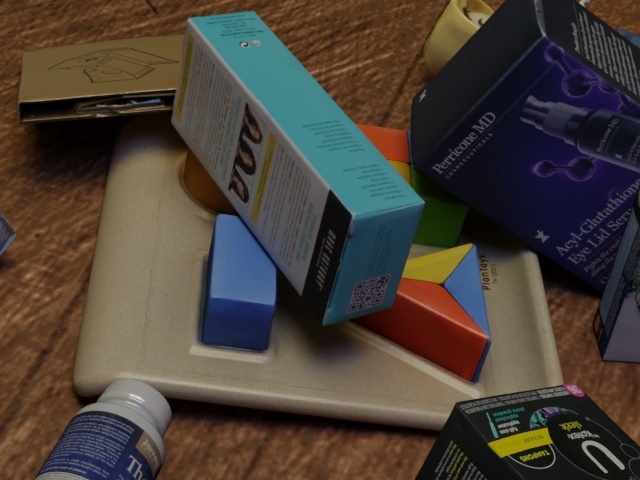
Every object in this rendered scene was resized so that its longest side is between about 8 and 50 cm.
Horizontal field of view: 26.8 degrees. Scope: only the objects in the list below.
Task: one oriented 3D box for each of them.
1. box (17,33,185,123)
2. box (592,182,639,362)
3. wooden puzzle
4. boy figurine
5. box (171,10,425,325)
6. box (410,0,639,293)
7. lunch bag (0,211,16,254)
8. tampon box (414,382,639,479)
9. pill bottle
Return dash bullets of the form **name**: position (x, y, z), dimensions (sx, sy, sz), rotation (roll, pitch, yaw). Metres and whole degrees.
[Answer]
- **box**: position (-0.177, -0.142, 1.160), dimensions (0.164, 0.021, 0.201), rotation (-6, 22, -8)
- **box**: position (0.338, 0.026, 1.004), dimensions (0.233, 0.159, 0.044), rotation (4, 40, -6)
- **wooden puzzle**: position (0.000, 0.000, 1.038), dimensions (0.347, 0.080, 0.322), rotation (4, 40, -5)
- **boy figurine**: position (0.242, -0.182, 1.291), dimensions (0.285, 0.092, 0.177), rotation (9, 42, -4)
- **box**: position (-0.024, -0.059, 0.967), dimensions (0.060, 0.100, 0.244), rotation (-13, 46, -30)
- **box**: position (0.195, -0.081, 1.050), dimensions (0.207, 0.153, 0.108), rotation (31, 34, -18)
- **lunch bag**: position (-0.283, 0.003, 1.006), dimensions (0.071, 0.053, 0.083), rotation (28, 69, 21)
- **tampon box**: position (0.149, 0.180, 0.811), dimensions (0.120, 0.101, 0.161), rotation (-3, 37, -42)
- **pill bottle**: position (-0.139, 0.146, 0.850), dimensions (0.067, 0.067, 0.120), rotation (16, 41, 9)
